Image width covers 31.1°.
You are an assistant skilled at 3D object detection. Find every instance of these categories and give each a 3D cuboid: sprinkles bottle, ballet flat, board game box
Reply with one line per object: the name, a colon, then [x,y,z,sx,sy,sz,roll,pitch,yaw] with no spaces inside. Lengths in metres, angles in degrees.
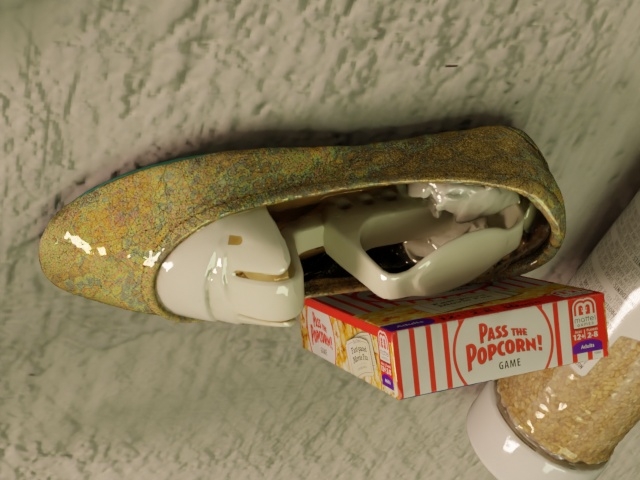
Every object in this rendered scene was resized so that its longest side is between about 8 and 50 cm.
sprinkles bottle: [0.251,0.056,0.907,0.121,0.121,0.355,8,128,-31]
ballet flat: [0.000,0.000,0.739,0.348,0.123,0.123,-10,136,-16]
board game box: [0.082,0.057,0.789,0.146,0.193,0.045,-9,97,-18]
